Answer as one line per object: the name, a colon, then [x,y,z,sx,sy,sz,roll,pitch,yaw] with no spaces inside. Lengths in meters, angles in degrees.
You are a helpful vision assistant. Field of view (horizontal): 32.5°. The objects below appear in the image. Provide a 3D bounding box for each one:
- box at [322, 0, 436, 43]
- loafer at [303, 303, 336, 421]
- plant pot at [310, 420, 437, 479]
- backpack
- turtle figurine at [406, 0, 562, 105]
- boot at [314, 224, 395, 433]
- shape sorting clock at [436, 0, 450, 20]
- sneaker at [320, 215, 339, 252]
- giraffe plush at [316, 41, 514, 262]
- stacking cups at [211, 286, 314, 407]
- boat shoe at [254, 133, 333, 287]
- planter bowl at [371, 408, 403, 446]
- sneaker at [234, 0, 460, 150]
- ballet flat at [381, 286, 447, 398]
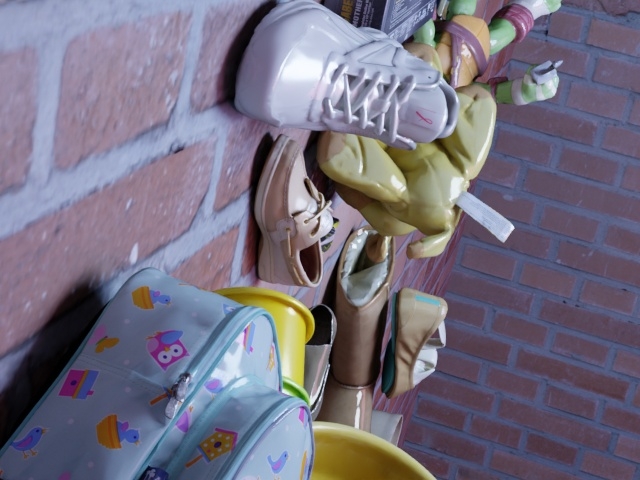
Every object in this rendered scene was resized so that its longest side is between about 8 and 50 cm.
box: [0.069,-0.267,0.965,0.231,0.056,0.183,-51,155,-61]
loafer: [-0.018,0.127,1.152,0.050,0.056,0.148,89,11,-55]
plant pot: [-0.012,0.346,1.070,0.239,0.254,0.254,-61,177,34]
backpack: [-0.081,0.117,0.591,0.165,0.145,0.188,83,23,-52]
turtle figurine: [0.199,-0.258,1.243,0.266,0.198,0.274,-57,164,-37]
boot: [0.035,0.151,1.373,0.269,0.089,0.236,95,3,-50]
shape sorting clock: [0.163,-0.281,1.453,0.206,0.040,0.206,17,90,-79]
sneaker: [0.000,0.000,1.093,0.083,0.031,0.035,-46,152,-67]
giraffe plush: [0.080,-0.068,1.086,0.181,0.210,0.170,-37,-177,-17]
stacking cups: [-0.056,0.188,0.696,0.096,0.096,0.316,90,2,-57]
boat shoe: [-0.018,-0.020,0.904,0.170,0.059,0.063,91,19,-55]
planter bowl: [0.041,0.308,1.555,0.162,0.109,0.162,16,90,-79]
sneaker: [0.033,-0.111,0.790,0.232,0.115,0.090,-11,126,-56]
ballet flat: [0.119,0.140,1.392,0.232,0.073,0.080,92,3,-58]
